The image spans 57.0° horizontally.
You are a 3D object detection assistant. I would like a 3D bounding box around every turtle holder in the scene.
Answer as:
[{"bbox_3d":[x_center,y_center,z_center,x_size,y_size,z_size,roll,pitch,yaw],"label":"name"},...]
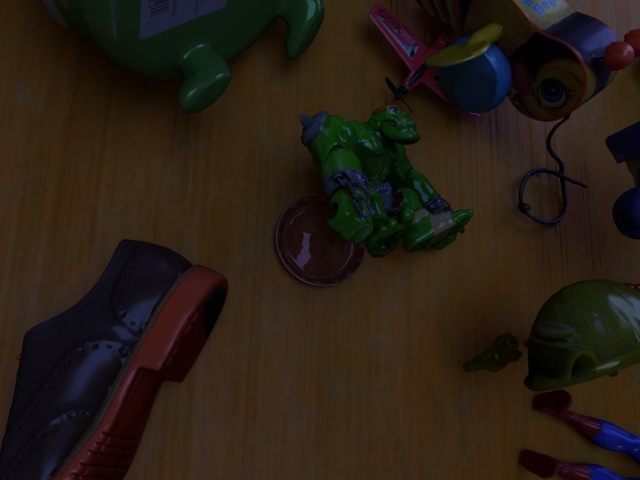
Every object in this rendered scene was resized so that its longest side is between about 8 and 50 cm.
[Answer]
[{"bbox_3d":[-0.095,-0.280,0.438,0.227,0.243,0.320,36,79,12],"label":"turtle holder"}]

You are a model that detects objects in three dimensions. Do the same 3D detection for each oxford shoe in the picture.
[{"bbox_3d":[-0.175,0.120,0.409,0.098,0.097,0.271,27,64,9],"label":"oxford shoe"}]

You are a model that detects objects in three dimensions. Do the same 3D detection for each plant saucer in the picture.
[{"bbox_3d":[0.000,0.000,0.518,0.084,0.013,0.083,4,77,-16],"label":"plant saucer"}]

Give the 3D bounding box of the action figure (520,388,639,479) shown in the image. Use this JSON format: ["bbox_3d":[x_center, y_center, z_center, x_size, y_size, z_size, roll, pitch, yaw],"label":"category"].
[{"bbox_3d":[0.334,0.218,0.508,0.281,0.139,0.091,25,73,-13],"label":"action figure"}]

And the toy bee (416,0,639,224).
[{"bbox_3d":[0.198,-0.175,0.518,0.298,0.162,0.195,38,69,-14],"label":"toy bee"}]

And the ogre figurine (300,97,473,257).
[{"bbox_3d":[0.047,-0.047,0.483,0.197,0.097,0.118,-13,66,-41],"label":"ogre figurine"}]

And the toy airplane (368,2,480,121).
[{"bbox_3d":[0.113,-0.191,0.587,0.151,0.028,0.151,3,81,-22],"label":"toy airplane"}]

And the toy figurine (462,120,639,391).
[{"bbox_3d":[0.276,-0.033,0.499,0.363,0.191,0.217,-15,91,-17],"label":"toy figurine"}]
